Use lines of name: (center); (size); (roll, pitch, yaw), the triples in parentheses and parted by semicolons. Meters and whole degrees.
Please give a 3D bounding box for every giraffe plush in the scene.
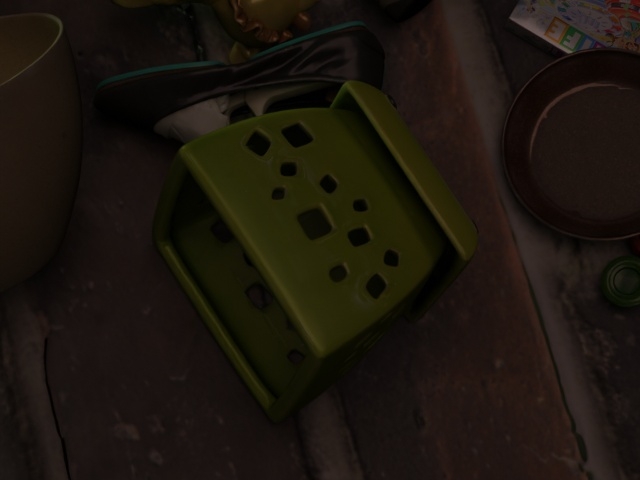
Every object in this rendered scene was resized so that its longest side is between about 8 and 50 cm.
giraffe plush: (-0.081, -0.263, 1.693); (0.170, 0.181, 0.210); (33, 61, -20)

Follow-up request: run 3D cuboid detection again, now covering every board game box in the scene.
board game box: (0.277, -0.221, 1.784); (0.154, 0.026, 0.103); (31, 74, 2)

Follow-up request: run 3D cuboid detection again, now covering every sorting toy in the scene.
sorting toy: (0.318, 0.024, 1.721); (0.061, 0.042, 0.102); (30, 85, 18)

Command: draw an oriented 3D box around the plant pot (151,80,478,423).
plant pot: (0.000, 0.000, 1.592); (0.207, 0.228, 0.227); (-30, 79, -20)

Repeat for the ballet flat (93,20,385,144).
ballet flat: (-0.073, -0.132, 1.661); (0.280, 0.095, 0.096); (-13, 76, 3)

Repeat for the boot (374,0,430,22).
boot: (0.085, -0.439, 1.722); (0.284, 0.138, 0.377); (37, 104, 7)

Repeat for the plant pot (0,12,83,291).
plant pot: (-0.326, -0.057, 1.563); (0.284, 0.284, 0.191); (-26, 115, -13)

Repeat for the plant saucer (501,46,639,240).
plant saucer: (0.277, -0.090, 1.724); (0.198, 0.036, 0.199); (-3, 73, 10)
